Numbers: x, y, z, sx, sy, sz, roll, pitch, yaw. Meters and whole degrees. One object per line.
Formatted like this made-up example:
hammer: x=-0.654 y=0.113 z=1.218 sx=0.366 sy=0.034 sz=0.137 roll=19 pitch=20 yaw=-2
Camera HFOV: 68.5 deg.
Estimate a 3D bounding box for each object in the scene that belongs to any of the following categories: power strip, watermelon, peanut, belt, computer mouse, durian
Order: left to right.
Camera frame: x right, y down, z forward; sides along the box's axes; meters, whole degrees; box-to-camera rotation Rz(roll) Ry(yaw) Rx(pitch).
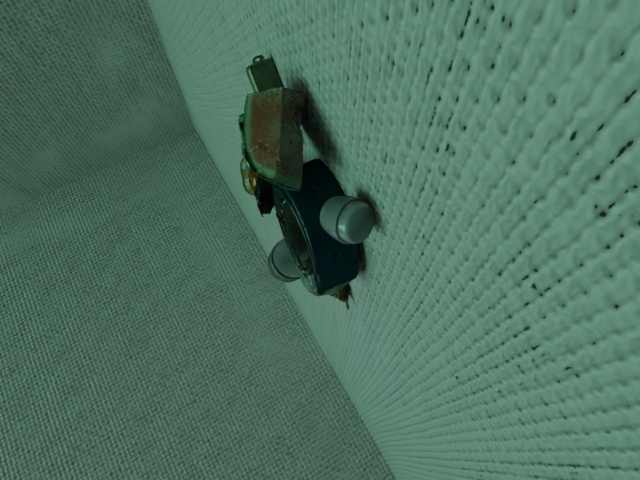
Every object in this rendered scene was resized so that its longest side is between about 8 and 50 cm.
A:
peanut: x=-0.321 y=-0.314 z=2.231 sx=0.236 sy=0.111 sz=0.120 roll=88 pitch=174 yaw=-49
computer mouse: x=-0.175 y=-0.173 z=1.501 sx=0.231 sy=0.071 sz=0.126 roll=-73 pitch=-11 yaw=-49
power strip: x=-0.134 y=-0.391 z=1.347 sx=0.052 sy=0.078 sz=0.272 roll=39 pitch=154 yaw=62
watermelon: x=-0.113 y=-0.271 z=1.196 sx=0.226 sy=0.148 sz=0.318 roll=125 pitch=145 yaw=-47
belt: x=-0.018 y=-0.024 z=1.428 sx=0.300 sy=0.173 sz=0.436 roll=50 pitch=162 yaw=50
durian: x=0.047 y=0.176 z=1.781 sx=0.208 sy=0.102 sz=0.146 roll=60 pitch=162 yaw=-4

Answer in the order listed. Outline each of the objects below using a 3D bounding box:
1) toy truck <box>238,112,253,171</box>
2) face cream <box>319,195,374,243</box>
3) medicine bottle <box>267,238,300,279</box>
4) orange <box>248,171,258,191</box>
toy truck: x=-0.190 y=-0.336 z=1.529 sx=0.279 sy=0.155 sz=0.156 roll=113 pitch=136 yaw=-75
face cream: x=0.065 y=-0.052 z=1.149 sx=0.104 sy=0.117 sz=0.117 roll=23 pitch=143 yaw=43
medicine bottle: x=-0.146 y=0.096 z=2.175 sx=0.189 sy=0.190 sz=0.332 roll=62 pitch=168 yaw=3
orange: x=-0.248 y=-0.263 z=2.007 sx=0.136 sy=0.118 sz=0.135 roll=28 pitch=123 yaw=57
